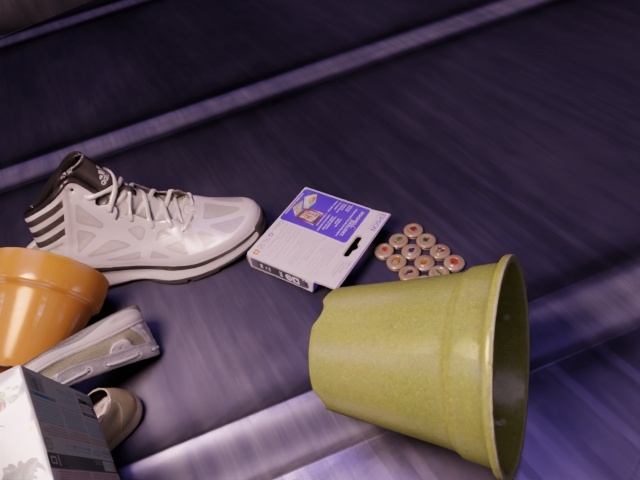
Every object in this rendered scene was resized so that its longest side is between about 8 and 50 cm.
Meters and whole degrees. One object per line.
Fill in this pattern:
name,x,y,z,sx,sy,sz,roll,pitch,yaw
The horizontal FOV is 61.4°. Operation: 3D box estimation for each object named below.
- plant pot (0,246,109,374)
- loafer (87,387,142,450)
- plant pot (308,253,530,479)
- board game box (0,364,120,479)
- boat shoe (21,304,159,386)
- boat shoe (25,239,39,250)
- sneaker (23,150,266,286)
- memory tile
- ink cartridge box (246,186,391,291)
plant pot,-0.500,0.139,0.941,0.205,0.205,0.188,0,64,14
loafer,-0.392,0.319,0.801,0.101,0.092,0.268,23,56,30
plant pot,0.134,0.156,0.734,0.253,0.276,0.276,-1,46,29
board game box,-0.300,0.321,0.625,0.097,0.224,0.303,-27,68,-12
boat shoe,-0.397,0.214,0.833,0.118,0.103,0.320,-27,5,42
boat shoe,-0.544,-0.018,1.172,0.081,0.079,0.227,21,50,40
sneaker,-0.340,-0.051,1.019,0.447,0.258,0.169,-12,46,2
memory tile,0.179,0.030,0.986,0.113,0.012,0.148,-33,49,-16
ink cartridge box,0.000,0.000,1.035,0.208,0.045,0.206,20,55,30
